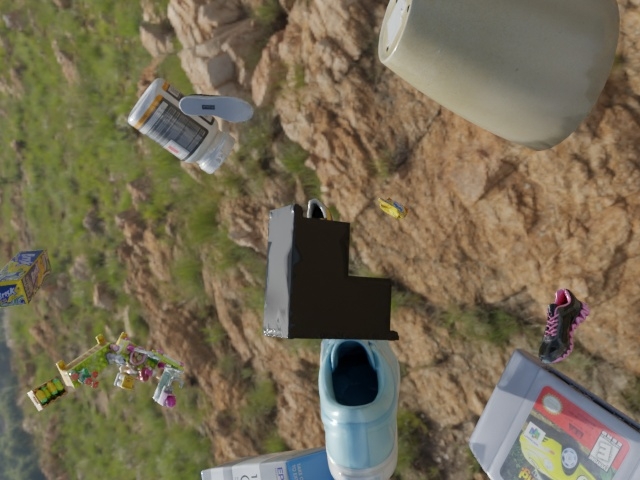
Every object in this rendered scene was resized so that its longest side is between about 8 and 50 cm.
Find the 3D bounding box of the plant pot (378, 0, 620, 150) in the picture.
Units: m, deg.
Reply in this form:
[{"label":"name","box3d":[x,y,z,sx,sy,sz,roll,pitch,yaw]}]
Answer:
[{"label":"plant pot","box3d":[0.234,-0.287,0.933,0.256,0.274,0.256,-169,90,-77]}]

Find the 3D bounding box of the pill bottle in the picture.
[{"label":"pill bottle","box3d":[-0.395,-0.323,1.825,0.162,0.278,0.162,-41,27,26]}]

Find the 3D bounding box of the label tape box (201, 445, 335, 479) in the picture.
[{"label":"label tape box","box3d":[-0.044,0.498,1.096,0.348,0.115,0.249,-23,73,40]}]

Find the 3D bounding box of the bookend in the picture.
[{"label":"bookend","box3d":[0.016,0.044,0.787,0.072,0.156,0.157,-9,78,60]}]

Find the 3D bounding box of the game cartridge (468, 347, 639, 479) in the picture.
[{"label":"game cartridge","box3d":[0.340,0.304,0.870,0.294,0.060,0.196,35,110,51]}]

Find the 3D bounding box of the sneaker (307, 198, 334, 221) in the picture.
[{"label":"sneaker","box3d":[0.000,0.000,1.337,0.084,0.070,0.185,55,-161,-54]}]

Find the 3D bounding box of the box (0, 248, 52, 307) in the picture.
[{"label":"box","box3d":[-0.570,0.070,1.214,0.169,0.059,0.054,-114,18,-71]}]

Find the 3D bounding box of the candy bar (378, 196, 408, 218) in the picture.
[{"label":"candy bar","box3d":[0.099,-0.043,0.856,0.040,0.161,0.018,33,98,6]}]

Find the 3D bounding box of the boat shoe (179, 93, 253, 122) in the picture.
[{"label":"boat shoe","box3d":[-0.199,-0.261,1.224,0.040,0.142,0.049,-93,10,-61]}]

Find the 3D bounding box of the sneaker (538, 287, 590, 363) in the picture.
[{"label":"sneaker","box3d":[0.324,0.115,0.870,0.057,0.119,0.047,50,147,-19]}]

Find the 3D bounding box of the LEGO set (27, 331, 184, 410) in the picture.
[{"label":"LEGO set","box3d":[-0.343,0.232,1.102,0.107,0.287,0.132,5,84,38]}]

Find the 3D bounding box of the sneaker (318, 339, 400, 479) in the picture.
[{"label":"sneaker","box3d":[0.062,0.190,0.969,0.366,0.135,0.150,-98,4,-65]}]
